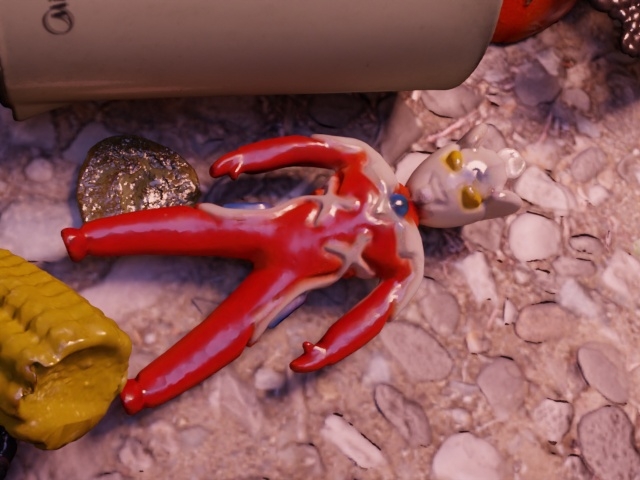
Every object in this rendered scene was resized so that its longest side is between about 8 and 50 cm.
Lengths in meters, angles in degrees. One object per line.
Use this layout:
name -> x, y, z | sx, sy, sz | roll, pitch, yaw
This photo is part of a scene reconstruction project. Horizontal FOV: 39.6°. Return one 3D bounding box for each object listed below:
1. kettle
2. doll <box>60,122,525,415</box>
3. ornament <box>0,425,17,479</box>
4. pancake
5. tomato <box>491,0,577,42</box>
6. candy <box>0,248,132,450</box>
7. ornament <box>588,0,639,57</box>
kettle -> -0.075, -0.276, 0.666 | 0.376, 0.361, 0.250 | -7, 33, -14
doll -> 0.000, 0.000, 0.716 | 0.383, 0.099, 0.188 | -22, 88, -18
ornament -> -0.295, 0.101, 0.594 | 0.196, 0.166, 0.153 | 19, 73, -29
pancake -> -0.152, -0.037, 0.729 | 0.108, 0.017, 0.108 | 4, 71, -13
tomato -> 0.177, -0.318, 0.865 | 0.227, 0.101, 0.228 | 6, 70, -16
candy -> -0.221, 0.054, 0.620 | 0.199, 0.106, 0.094 | 33, 81, 31
ornament -> 0.308, -0.273, 0.843 | 0.260, 0.106, 0.251 | -17, 83, -32
